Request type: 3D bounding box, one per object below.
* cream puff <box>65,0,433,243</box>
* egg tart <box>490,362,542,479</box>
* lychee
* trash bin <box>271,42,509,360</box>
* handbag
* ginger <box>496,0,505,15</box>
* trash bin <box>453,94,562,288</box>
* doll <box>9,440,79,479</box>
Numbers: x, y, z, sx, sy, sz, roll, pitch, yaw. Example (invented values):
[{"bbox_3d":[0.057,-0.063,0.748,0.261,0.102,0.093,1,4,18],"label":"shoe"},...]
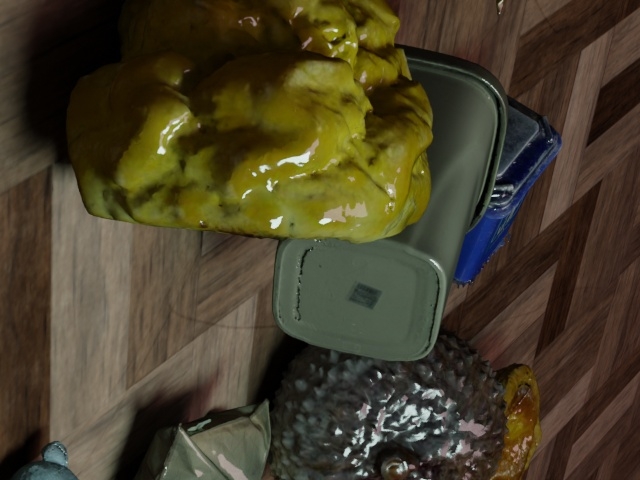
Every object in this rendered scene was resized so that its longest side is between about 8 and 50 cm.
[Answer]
[{"bbox_3d":[-0.053,-0.131,1.325,0.324,0.291,0.257,1,92,-42],"label":"cream puff"},{"bbox_3d":[0.218,0.342,2.431,0.339,0.153,0.351,-16,128,-58],"label":"egg tart"},{"bbox_3d":[0.073,0.215,1.904,0.300,0.300,0.300,-44,149,-35],"label":"lychee"},{"bbox_3d":[0.060,-0.033,1.582,0.219,0.219,0.250,94,8,-46],"label":"trash bin"},{"bbox_3d":[-0.157,0.290,1.695,0.182,0.117,0.270,-8,129,-58],"label":"handbag"},{"bbox_3d":[0.200,-0.349,1.692,0.418,0.176,0.254,-35,138,-54],"label":"ginger"},{"bbox_3d":[0.171,-0.072,1.939,0.162,0.184,0.234,-48,163,-28],"label":"trash bin"},{"bbox_3d":[-0.298,0.264,1.470,0.179,0.075,0.120,-16,100,-32],"label":"doll"}]
